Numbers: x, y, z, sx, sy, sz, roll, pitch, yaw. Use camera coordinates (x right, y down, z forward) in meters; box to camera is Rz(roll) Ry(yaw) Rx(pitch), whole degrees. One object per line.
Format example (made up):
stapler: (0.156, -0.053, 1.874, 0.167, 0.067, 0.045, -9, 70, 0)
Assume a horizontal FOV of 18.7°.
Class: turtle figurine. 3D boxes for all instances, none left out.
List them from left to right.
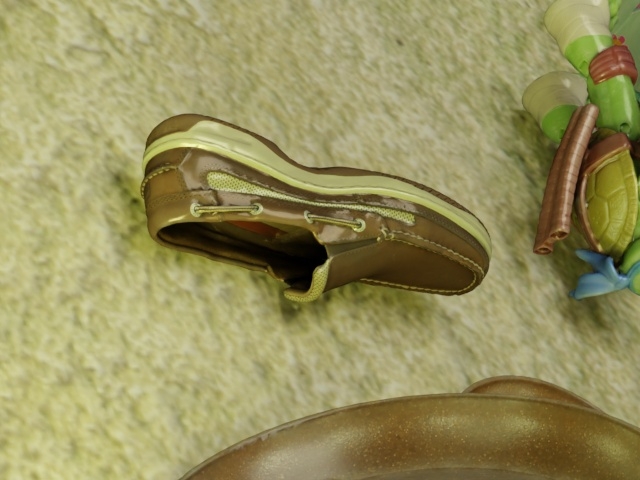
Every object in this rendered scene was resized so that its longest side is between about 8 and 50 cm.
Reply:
turtle figurine: (0.284, -0.071, 1.542, 0.198, 0.275, 0.266, 51, 12, -50)

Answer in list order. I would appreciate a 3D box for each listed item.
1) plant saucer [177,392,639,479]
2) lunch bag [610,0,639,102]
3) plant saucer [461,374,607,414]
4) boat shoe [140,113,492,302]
plant saucer: (0.052, 0.170, 1.066, 0.310, 0.050, 0.310, -6, 20, 2)
lunch bag: (0.372, -0.182, 1.807, 0.279, 0.108, 0.224, 44, 36, 8)
plant saucer: (0.158, 0.178, 1.287, 0.198, 0.036, 0.198, 23, 39, -20)
boat shoe: (-0.004, 0.004, 1.309, 0.257, 0.095, 0.095, 17, 54, -18)
